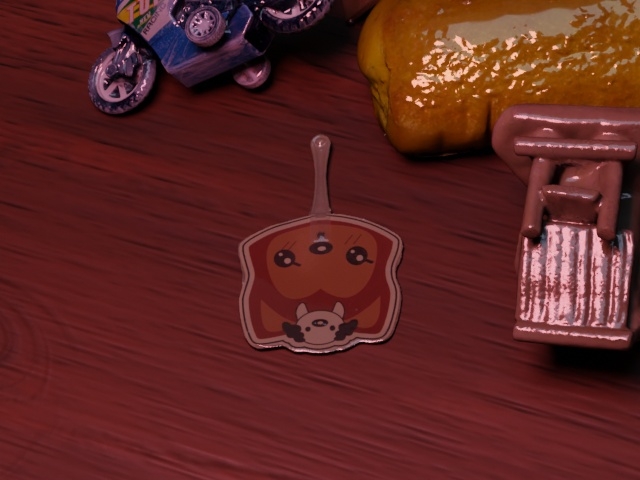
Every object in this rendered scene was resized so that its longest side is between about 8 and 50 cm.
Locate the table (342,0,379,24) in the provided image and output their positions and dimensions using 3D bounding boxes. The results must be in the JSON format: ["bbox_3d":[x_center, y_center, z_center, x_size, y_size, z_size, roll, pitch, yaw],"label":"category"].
[{"bbox_3d":[0.056,-0.313,1.611,0.167,0.167,0.227,-8,59,2],"label":"table"}]

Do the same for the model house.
[{"bbox_3d":[0.231,0.005,1.332,0.229,0.122,0.188,5,54,9],"label":"model house"}]

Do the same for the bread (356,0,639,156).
[{"bbox_3d":[0.220,-0.165,1.477,0.383,0.112,0.166,-5,50,4],"label":"bread"}]

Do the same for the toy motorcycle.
[{"bbox_3d":[-0.094,-0.201,1.544,0.254,0.092,0.135,-21,61,21],"label":"toy motorcycle"}]

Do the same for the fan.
[{"bbox_3d":[0.000,0.000,1.443,0.132,0.009,0.220,-3,52,3],"label":"fan"}]
